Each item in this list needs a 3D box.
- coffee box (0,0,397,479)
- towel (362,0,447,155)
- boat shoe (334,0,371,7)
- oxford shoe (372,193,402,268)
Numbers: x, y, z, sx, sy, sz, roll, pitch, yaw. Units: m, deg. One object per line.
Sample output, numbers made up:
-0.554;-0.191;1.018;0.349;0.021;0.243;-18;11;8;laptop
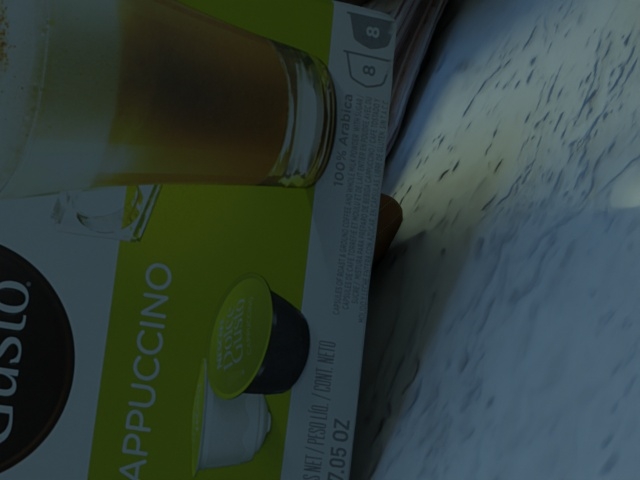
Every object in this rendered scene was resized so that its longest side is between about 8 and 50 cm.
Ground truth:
-0.185;0.019;1.250;0.338;0.334;0.337;163;116;-66;coffee box
0.015;-0.156;1.604;0.332;0.053;0.317;-18;43;64;towel
0.025;-0.206;1.460;0.257;0.095;0.095;170;116;-74;boat shoe
0.000;0.000;1.387;0.076;0.076;0.212;-39;15;-19;oxford shoe
